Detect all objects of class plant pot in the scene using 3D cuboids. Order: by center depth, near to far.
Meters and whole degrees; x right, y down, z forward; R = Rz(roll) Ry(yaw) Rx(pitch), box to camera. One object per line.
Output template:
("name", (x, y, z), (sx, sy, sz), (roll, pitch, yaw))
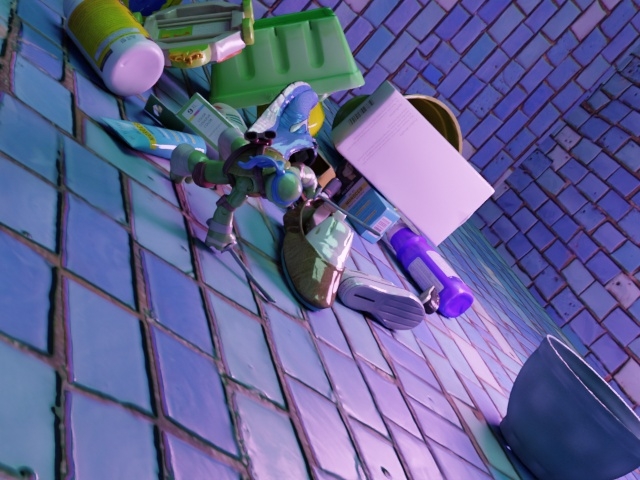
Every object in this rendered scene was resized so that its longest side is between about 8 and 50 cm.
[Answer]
("plant pot", (0.471, 0.353, 1.640), (0.293, 0.196, 0.293), (42, 13, -12))
("plant pot", (-0.012, -0.163, 2.099), (0.081, 0.081, 0.083), (50, 3, 28))
("plant pot", (0.205, -0.322, 2.749), (0.366, 0.366, 0.353), (36, 3, -31))

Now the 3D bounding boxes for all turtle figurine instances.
("turtle figurine", (-0.104, -0.057, 1.317), (0.266, 0.198, 0.275), (35, -8, 46))

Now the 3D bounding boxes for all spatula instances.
("spatula", (0.000, -0.089, 1.918), (0.084, 0.030, 0.296), (44, 30, -2))

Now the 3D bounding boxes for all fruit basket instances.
("fruit basket", (-0.084, -0.352, 2.062), (0.392, 0.392, 0.283), (39, 14, -19))

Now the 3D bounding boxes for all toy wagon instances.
("toy wagon", (-0.274, -0.429, 1.809), (0.344, 0.267, 0.068), (-97, 180, -55))

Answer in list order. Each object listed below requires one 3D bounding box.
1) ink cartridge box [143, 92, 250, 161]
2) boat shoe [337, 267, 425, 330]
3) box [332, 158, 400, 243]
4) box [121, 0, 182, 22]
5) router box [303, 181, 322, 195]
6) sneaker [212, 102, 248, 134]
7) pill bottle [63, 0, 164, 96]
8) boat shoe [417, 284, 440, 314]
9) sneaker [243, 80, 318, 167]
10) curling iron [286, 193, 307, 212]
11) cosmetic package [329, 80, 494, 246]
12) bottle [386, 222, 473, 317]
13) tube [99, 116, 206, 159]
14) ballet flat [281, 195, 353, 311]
("ink cartridge box", (-0.215, -0.203, 1.550), (0.209, 0.062, 0.109), (41, -15, -10))
("boat shoe", (0.112, 0.101, 1.613), (0.226, 0.083, 0.076), (30, 20, -43))
("box", (0.102, -0.107, 2.199), (0.060, 0.100, 0.244), (32, 17, -43))
("box", (-0.428, -0.644, 1.890), (0.279, 0.290, 0.177), (26, 23, -51))
("router box", (-0.089, -0.177, 1.973), (0.179, 0.046, 0.133), (27, 22, -50))
("sneaker", (-0.201, -0.251, 1.846), (0.161, 0.057, 0.075), (54, 11, 27))
("pill bottle", (-0.379, -0.365, 1.537), (0.215, 0.117, 0.117), (50, 15, 27))
("boat shoe", (0.255, 0.140, 2.005), (0.042, 0.049, 0.133), (48, 15, -3))
("sneaker", (-0.074, -0.212, 1.788), (0.147, 0.130, 0.330), (40, 43, -9))
("curling iron", (-0.081, -0.143, 1.810), (0.068, 0.035, 0.274), (21, 37, -55))
("cosmetic package", (0.235, -0.197, 2.195), (0.385, 0.217, 0.156), (44, 11, -19))
("bottle", (0.269, 0.069, 2.162), (0.118, 0.092, 0.283), (32, 17, -53))
("tube", (-0.269, -0.162, 1.402), (0.080, 0.052, 0.207), (35, 14, 25))
("ballet flat", (0.000, 0.000, 1.507), (0.116, 0.124, 0.342), (40, 14, -15))
